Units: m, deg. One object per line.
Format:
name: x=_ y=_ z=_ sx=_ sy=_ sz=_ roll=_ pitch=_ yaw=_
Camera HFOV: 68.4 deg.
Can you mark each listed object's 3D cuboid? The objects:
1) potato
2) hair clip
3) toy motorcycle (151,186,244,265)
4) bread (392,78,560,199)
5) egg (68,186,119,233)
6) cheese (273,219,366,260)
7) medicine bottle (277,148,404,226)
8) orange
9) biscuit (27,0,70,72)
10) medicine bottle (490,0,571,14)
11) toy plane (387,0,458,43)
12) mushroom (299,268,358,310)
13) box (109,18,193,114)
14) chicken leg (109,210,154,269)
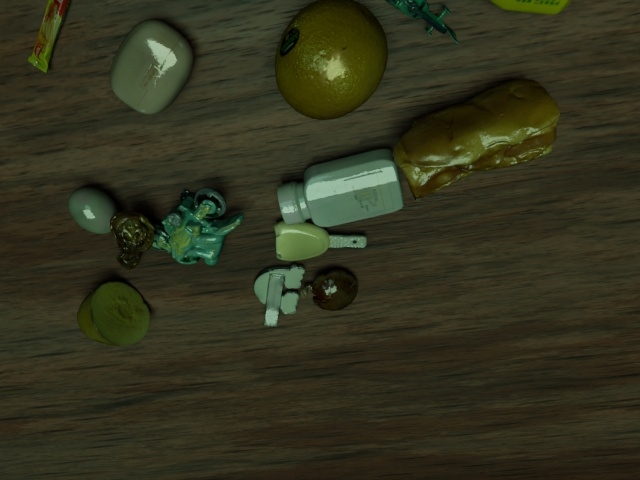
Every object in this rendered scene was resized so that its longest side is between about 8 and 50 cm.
potato: x=-0.633 y=0.224 z=1.385 sx=0.158 sy=0.178 sz=0.203 roll=-11 pitch=150 yaw=26
hair clip: x=-0.130 y=0.157 z=1.392 sx=0.140 sy=0.054 sz=0.220 roll=10 pitch=121 yaw=-1
toy motorcycle: x=-0.326 y=-0.017 z=1.232 sx=0.296 sy=0.109 sz=0.198 roll=-33 pitch=113 yaw=33
bread: x=0.330 y=-0.228 z=1.040 sx=0.344 sy=0.195 sz=0.149 roll=-19 pitch=127 yaw=10
egg: x=-0.576 y=-0.075 z=1.202 sx=0.103 sy=0.103 sz=0.135 roll=-25 pitch=124 yaw=17
cheese: x=0.000 y=0.000 z=1.280 sx=0.251 sy=0.054 sz=0.127 roll=1 pitch=128 yaw=0
medicine bottle: x=0.048 y=-0.119 z=1.165 sx=0.296 sy=0.111 sz=0.161 roll=-14 pitch=128 yaw=8
orange: x=0.020 y=-0.357 z=0.935 sx=0.236 sy=0.236 sz=0.236 roll=0 pitch=124 yaw=0
biscuit: x=-0.543 y=-0.482 z=0.971 sx=0.048 sy=0.026 sz=0.292 roll=38 pitch=118 yaw=-1
medicine bottle: x=0.342 y=-0.511 z=0.911 sx=0.309 sy=0.076 sz=0.111 roll=4 pitch=118 yaw=-3
toy plane: x=0.188 y=-0.469 z=0.934 sx=0.235 sy=0.096 sz=0.060 roll=17 pitch=128 yaw=-32
mushroom: x=0.025 y=0.147 z=1.365 sx=0.170 sy=0.080 sz=0.135 roll=-6 pitch=114 yaw=1
box: x=-0.361 y=-0.368 z=1.008 sx=0.146 sy=0.088 sz=0.200 roll=33 pitch=120 yaw=-21
chicken leg: x=-0.498 y=0.007 z=1.242 sx=0.107 sy=0.087 sz=0.251 roll=46 pitch=144 yaw=5
